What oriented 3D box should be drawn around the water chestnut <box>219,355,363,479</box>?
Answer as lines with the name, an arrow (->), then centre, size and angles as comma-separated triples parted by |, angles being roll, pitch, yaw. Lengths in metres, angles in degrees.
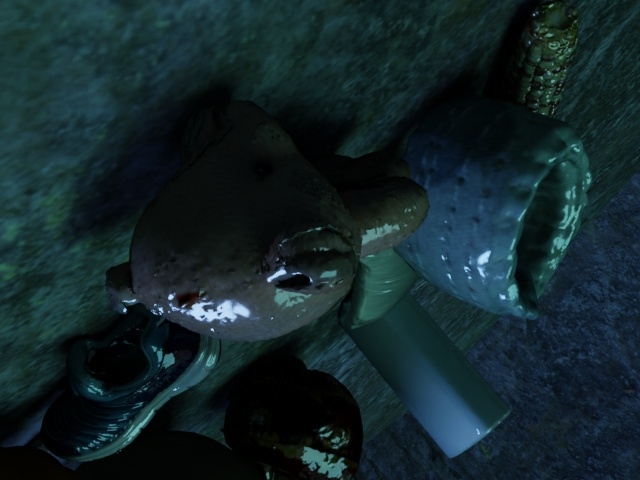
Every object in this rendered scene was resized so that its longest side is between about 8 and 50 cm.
water chestnut -> -0.043, 0.304, 1.086 | 0.224, 0.223, 0.238 | 90, 22, -65

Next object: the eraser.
eraser -> 0.156, 0.196, 1.128 | 0.104, 0.290, 0.189 | -32, 161, -26

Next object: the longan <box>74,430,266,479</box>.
longan -> -0.198, 0.401, 0.860 | 0.361, 0.361, 0.361 | -35, 160, -15

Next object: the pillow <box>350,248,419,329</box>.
pillow -> 0.092, 0.027, 0.958 | 0.144, 0.078, 0.254 | -39, 160, -18

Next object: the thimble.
thimble -> 0.195, -0.031, 0.792 | 0.205, 0.172, 0.250 | -33, 135, -35

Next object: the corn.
corn -> 0.243, -0.180, 0.809 | 0.079, 0.079, 0.237 | -38, 160, -8

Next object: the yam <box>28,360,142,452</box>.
yam -> -0.232, 0.166, 0.745 | 0.234, 0.029, 0.027 | -40, 133, 1

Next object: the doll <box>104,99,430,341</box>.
doll -> -0.025, -0.044, 0.550 | 0.201, 0.156, 0.303 | -8, -160, 28

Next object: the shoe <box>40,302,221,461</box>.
shoe -> -0.192, 0.123, 0.658 | 0.207, 0.091, 0.106 | -41, 139, 14

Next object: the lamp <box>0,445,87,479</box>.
lamp -> -0.300, 0.287, 0.620 | 0.223, 0.196, 0.223 | -11, 112, -29
